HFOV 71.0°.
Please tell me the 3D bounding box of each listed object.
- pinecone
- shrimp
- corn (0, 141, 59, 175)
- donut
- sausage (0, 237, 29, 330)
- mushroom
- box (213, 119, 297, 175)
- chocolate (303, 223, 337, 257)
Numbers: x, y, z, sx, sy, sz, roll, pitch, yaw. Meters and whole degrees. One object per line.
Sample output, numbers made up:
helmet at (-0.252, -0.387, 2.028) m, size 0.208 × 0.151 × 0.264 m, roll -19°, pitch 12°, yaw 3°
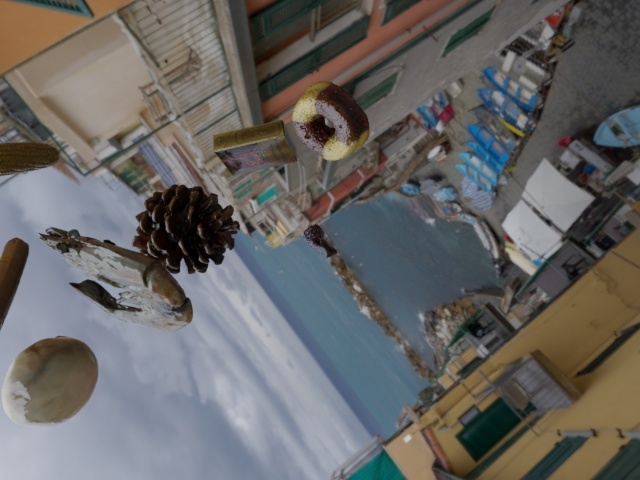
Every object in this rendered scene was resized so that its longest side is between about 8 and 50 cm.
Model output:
pinecone at (-0.465, -0.028, 1.660) m, size 0.384 × 0.384 × 0.384 m, roll 52°, pitch 170°, yaw 13°
shrimp at (-0.445, 0.094, 0.975) m, size 0.360 × 0.247 × 0.085 m, roll 36°, pitch -140°, yaw -17°
corn at (-0.935, -0.254, 1.388) m, size 0.101 × 0.101 × 0.310 m, roll 55°, pitch -161°, yaw -5°
donut at (0.014, -0.200, 0.780) m, size 0.140 × 0.059 × 0.140 m, roll 24°, pitch 139°, yaw 23°
sausage at (-0.756, 0.109, 1.067) m, size 0.301 × 0.066 × 0.065 m, roll -104°, pitch -9°, yaw -46°
mushroom at (-0.946, 0.514, 1.582) m, size 0.315 × 0.315 × 0.356 m, roll 50°, pitch 127°, yaw 20°
box at (-0.211, -0.301, 1.480) m, size 0.159 × 0.240 × 0.071 m, roll 59°, pitch -157°, yaw -65°
chocolate at (-0.004, 0.000, 1.251) m, size 0.147 × 0.072 × 0.070 m, roll -145°, pitch 59°, yaw -68°
